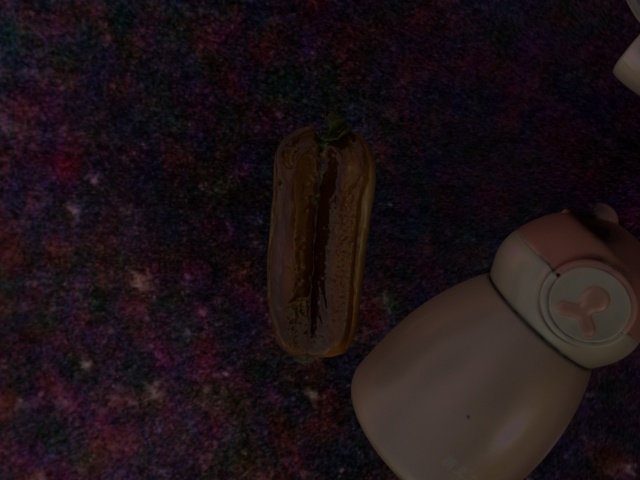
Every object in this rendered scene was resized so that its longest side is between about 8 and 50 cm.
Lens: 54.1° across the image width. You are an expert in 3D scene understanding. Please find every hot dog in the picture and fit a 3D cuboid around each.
[{"bbox_3d":[0.000,0.000,0.450,0.072,0.055,0.189,9,106,13],"label":"hot dog"}]

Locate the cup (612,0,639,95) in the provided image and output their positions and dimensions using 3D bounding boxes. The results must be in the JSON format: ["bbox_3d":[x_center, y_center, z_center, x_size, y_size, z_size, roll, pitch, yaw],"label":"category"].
[{"bbox_3d":[0.384,-0.255,0.555,0.219,0.257,0.290,46,136,16],"label":"cup"}]

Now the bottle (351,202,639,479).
[{"bbox_3d":[0.147,0.077,0.473,0.147,0.147,0.237,47,109,21],"label":"bottle"}]
